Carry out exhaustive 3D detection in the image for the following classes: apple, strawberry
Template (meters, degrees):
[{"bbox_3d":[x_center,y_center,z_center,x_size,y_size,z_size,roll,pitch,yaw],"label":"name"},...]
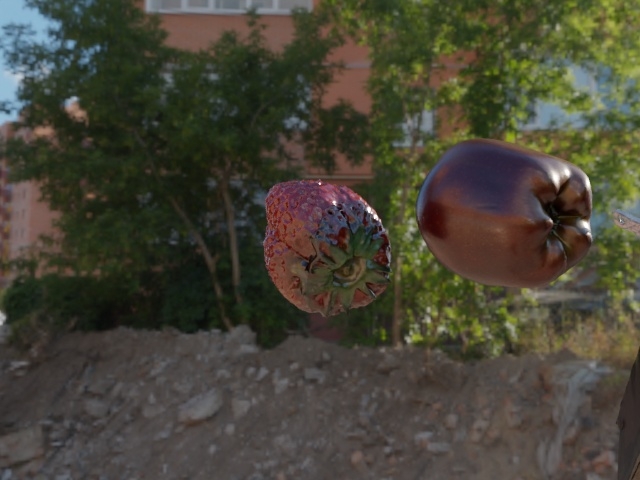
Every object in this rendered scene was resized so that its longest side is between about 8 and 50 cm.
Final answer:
[{"bbox_3d":[0.342,-0.049,1.503,0.288,0.288,0.317,5,6,-35],"label":"apple"},{"bbox_3d":[0.000,0.000,1.560,0.238,0.250,0.288,2,20,-28],"label":"strawberry"}]

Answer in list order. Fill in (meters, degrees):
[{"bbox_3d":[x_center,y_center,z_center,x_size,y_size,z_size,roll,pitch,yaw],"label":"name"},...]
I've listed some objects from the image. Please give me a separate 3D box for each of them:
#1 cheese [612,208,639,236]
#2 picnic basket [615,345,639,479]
[{"bbox_3d":[0.599,0.001,1.375,0.064,0.137,0.227,-37,41,-14],"label":"cheese"},{"bbox_3d":[0.451,0.240,0.996,0.129,0.222,0.297,6,-39,14],"label":"picnic basket"}]
